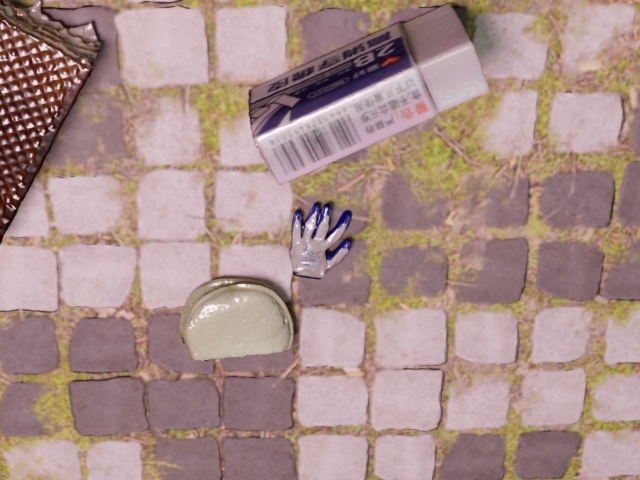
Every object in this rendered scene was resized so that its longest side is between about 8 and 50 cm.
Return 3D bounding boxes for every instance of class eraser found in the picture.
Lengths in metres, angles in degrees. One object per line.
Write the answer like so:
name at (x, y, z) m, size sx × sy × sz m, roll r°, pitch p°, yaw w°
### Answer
eraser at (0.041, -0.138, 1.079) m, size 0.210 × 0.124 × 0.068 m, roll -23°, pitch 116°, yaw 9°

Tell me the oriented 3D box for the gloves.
gloves at (0.000, 0.000, 1.206) m, size 0.064 × 0.026 × 0.086 m, roll 5°, pitch 113°, yaw -7°

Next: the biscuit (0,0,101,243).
biscuit at (-0.304, -0.110, 1.107) m, size 0.106 × 0.070 × 0.252 m, roll 27°, pitch 113°, yaw -17°

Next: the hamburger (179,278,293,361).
hamburger at (-0.088, 0.078, 1.230) m, size 0.121 × 0.054 × 0.084 m, roll 1°, pitch 114°, yaw -6°
